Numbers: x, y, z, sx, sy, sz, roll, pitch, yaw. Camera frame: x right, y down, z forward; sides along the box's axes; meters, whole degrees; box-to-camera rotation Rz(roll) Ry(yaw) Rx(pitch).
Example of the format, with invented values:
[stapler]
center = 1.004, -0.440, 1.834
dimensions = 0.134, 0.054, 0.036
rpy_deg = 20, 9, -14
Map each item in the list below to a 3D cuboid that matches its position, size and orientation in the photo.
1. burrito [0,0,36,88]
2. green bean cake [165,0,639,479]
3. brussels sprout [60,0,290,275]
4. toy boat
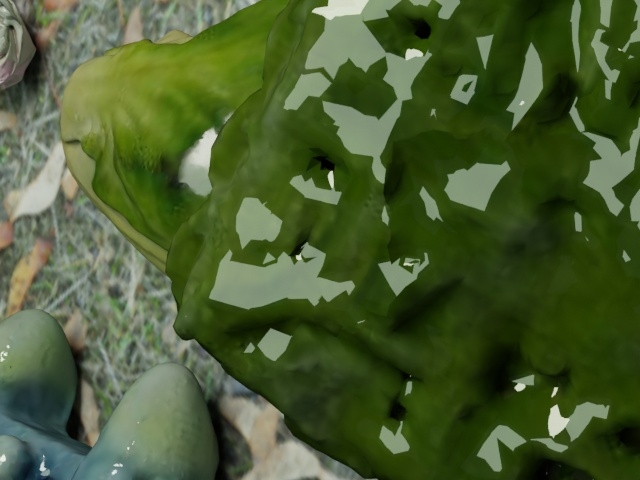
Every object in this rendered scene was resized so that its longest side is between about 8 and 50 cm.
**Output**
[burrito]
center = -0.238, -0.132, 1.035
dimensions = 0.203, 0.064, 0.064
rpy_deg = 24, 105, 43
[green bean cake]
center = 0.108, -0.018, 0.569
dimensions = 0.250, 0.156, 0.247
rpy_deg = 33, 110, 9
[brussels sprout]
center = -0.022, -0.039, 0.758
dimensions = 0.183, 0.131, 0.145
rpy_deg = -21, 69, 19
[toy boat]
center = -0.189, 0.186, 0.863
dimensions = 0.215, 0.123, 0.330
rpy_deg = 20, 78, 42
